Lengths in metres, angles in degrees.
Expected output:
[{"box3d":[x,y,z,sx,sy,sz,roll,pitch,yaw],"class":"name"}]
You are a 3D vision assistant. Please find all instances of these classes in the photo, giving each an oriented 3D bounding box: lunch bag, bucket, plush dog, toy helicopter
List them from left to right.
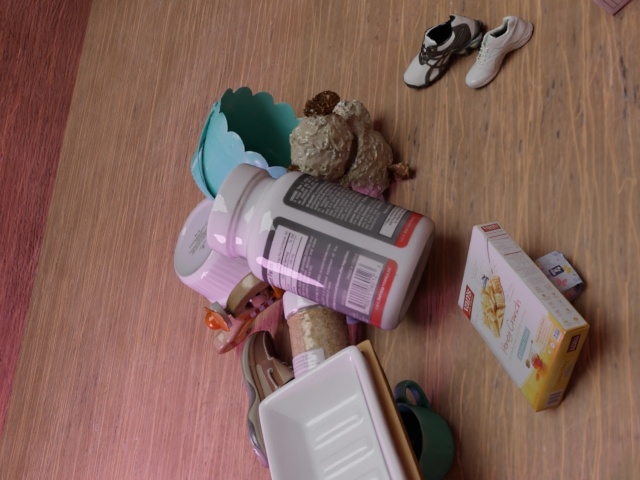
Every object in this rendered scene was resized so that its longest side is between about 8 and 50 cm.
[{"box3d":[-0.167,0.158,1.636,0.140,0.235,0.355,50,139,14],"class":"toy helicopter"},{"box3d":[-0.146,-0.187,1.705,0.183,0.281,0.281,-51,41,33],"class":"bucket"},{"box3d":[0.034,-0.162,1.470,0.211,0.225,0.262,17,92,48],"class":"plush dog"},{"box3d":[0.344,0.064,1.139,0.083,0.053,0.071,-46,48,25],"class":"lunch bag"}]

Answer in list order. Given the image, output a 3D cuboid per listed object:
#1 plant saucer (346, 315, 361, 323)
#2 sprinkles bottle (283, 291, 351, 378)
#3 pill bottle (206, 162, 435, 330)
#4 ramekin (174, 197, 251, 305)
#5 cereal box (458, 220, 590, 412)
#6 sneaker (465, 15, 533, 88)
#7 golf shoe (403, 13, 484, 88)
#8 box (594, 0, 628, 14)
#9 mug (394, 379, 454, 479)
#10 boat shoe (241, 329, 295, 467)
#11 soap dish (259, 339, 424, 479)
[{"box3d":[0.062,0.067,1.512,0.195,0.037,0.194,-26,55,44],"class":"plant saucer"},{"box3d":[0.011,0.256,1.393,0.121,0.121,0.355,-31,59,41],"class":"sprinkles bottle"},{"box3d":[0.000,0.000,1.334,0.363,0.210,0.210,21,93,13],"class":"pill bottle"},{"box3d":[-0.244,0.013,1.829,0.273,0.127,0.272,-31,46,39],"class":"ramekin"},{"box3d":[0.290,0.109,1.127,0.240,0.047,0.173,-121,26,-46],"class":"cereal box"},{"box3d":[0.306,-0.341,1.357,0.152,0.061,0.053,-50,43,28],"class":"sneaker"},{"box3d":[0.217,-0.370,1.458,0.198,0.094,0.077,-35,51,41],"class":"golf shoe"},{"box3d":[0.498,-0.505,1.114,0.311,0.148,0.121,-40,46,33],"class":"box"},{"box3d":[0.158,0.322,1.226,0.129,0.097,0.157,31,99,53],"class":"mug"},{"box3d":[-0.086,0.310,1.550,0.116,0.123,0.324,-21,42,7],"class":"boat shoe"},{"box3d":[0.035,0.328,1.153,0.229,0.118,0.290,-35,44,15],"class":"soap dish"}]
